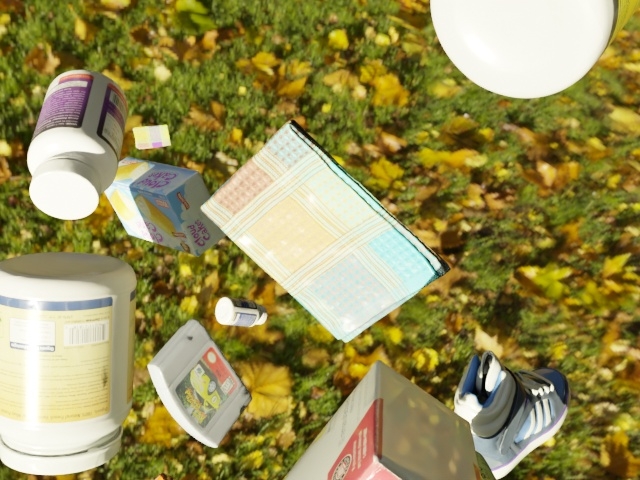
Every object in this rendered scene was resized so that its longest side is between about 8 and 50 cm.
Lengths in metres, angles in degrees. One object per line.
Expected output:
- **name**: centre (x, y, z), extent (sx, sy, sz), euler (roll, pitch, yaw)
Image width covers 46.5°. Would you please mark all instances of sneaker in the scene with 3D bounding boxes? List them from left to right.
- **sneaker**: centre (0.379, 0.288, 1.451), extent (0.323, 0.236, 0.130), euler (-35, 36, -31)

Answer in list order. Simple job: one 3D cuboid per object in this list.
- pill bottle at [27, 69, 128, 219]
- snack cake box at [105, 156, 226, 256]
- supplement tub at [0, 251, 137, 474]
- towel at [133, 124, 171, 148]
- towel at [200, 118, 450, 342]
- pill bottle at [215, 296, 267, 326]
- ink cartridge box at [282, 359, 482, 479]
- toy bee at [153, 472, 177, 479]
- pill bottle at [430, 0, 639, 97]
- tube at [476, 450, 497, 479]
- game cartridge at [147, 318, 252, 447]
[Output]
- **pill bottle**: centre (-0.310, -0.122, 0.949), extent (0.108, 0.108, 0.193), euler (6, 45, -11)
- **snack cake box**: centre (-0.322, -0.072, 1.505), extent (0.264, 0.152, 0.089), euler (14, 45, 44)
- **supplement tub**: centre (-0.419, 0.191, 1.212), extent (0.229, 0.316, 0.228), euler (4, 9, -1)
- **towel**: centre (-0.402, -0.248, 1.772), extent (0.083, 0.060, 0.009), euler (-7, 39, -5)
- **towel**: centre (0.000, 0.000, 1.281), extent (0.370, 0.271, 0.040), euler (43, 35, -12)
- **pill bottle**: centre (-0.192, 0.177, 1.827), extent (0.120, 0.067, 0.067), euler (13, 45, -44)
- **ink cartridge box**: centre (0.017, 0.378, 0.912), extent (0.160, 0.384, 0.279), euler (35, 13, -4)
- **toy bee**: centre (-0.263, 0.647, 1.621), extent (0.195, 0.162, 0.298), euler (-26, 63, 6)
- **pill bottle**: centre (0.278, -0.316, 0.826), extent (0.188, 0.188, 0.334), euler (35, 55, 11)
- **tube**: centre (0.251, 0.384, 1.147), extent (0.070, 0.240, 0.062), euler (-2, 90, 2)
- **game cartridge**: centre (-0.300, 0.369, 1.868), extent (0.196, 0.060, 0.294), euler (-50, 121, -35)
